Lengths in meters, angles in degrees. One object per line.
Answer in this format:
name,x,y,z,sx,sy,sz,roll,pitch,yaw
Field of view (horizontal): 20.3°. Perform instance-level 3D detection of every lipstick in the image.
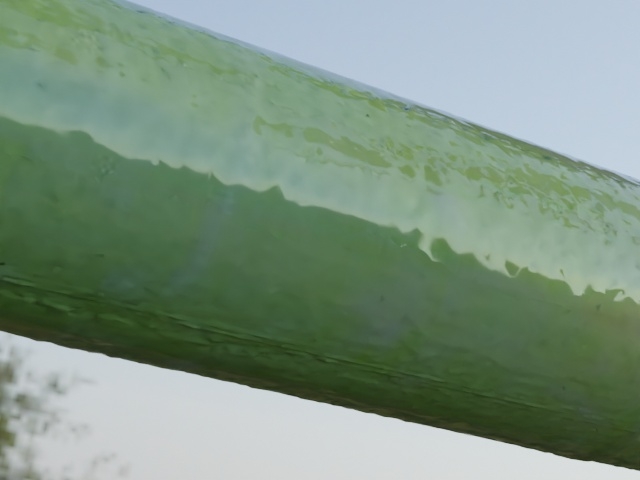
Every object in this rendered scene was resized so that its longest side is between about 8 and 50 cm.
lipstick,0.000,0.000,0.397,0.304,0.076,0.076,17,-14,-33
